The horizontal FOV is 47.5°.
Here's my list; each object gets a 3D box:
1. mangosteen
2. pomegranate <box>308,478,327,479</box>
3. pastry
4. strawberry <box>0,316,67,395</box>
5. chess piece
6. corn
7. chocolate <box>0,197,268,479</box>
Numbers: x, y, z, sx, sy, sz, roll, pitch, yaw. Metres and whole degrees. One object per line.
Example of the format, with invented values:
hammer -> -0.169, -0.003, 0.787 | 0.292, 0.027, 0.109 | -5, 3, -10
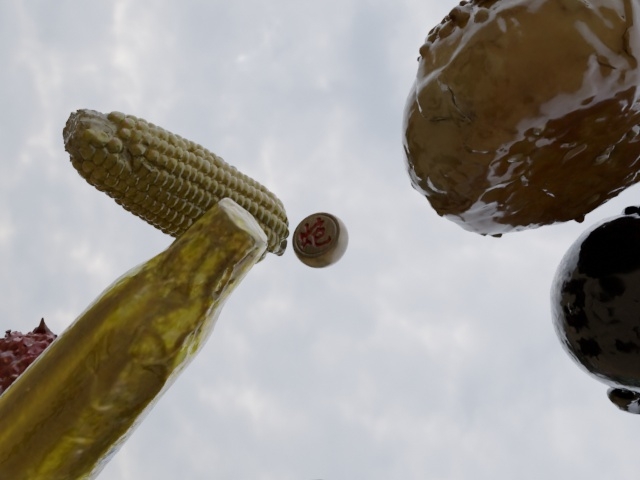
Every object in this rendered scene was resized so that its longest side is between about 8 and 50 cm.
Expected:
mangosteen -> 0.357, 0.092, 0.750 | 0.228, 0.228, 0.266 | -9, -92, 48
pomegranate -> 0.006, 0.390, 0.925 | 0.198, 0.245, 0.198 | 39, -38, 40
pastry -> 0.206, -0.141, 0.694 | 0.284, 0.315, 0.184 | -40, -124, 29
strawberry -> -0.498, 0.308, 1.165 | 0.292, 0.343, 0.292 | 22, -50, 29
chess piece -> 0.000, 0.000, 1.037 | 0.083, 0.084, 0.038 | 28, -13, 38
corn -> -0.173, -0.062, 0.955 | 0.130, 0.346, 0.130 | -27, -132, 35
chocolate -> -0.230, 0.135, 0.861 | 0.445, 0.162, 0.162 | -45, -112, 14
